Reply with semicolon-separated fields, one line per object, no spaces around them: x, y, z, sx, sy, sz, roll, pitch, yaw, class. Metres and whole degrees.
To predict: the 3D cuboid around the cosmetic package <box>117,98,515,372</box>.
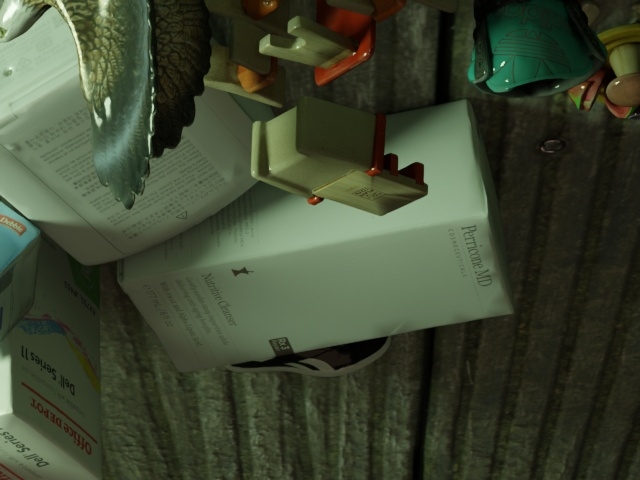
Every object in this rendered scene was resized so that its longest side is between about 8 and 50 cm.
0.000;0.000;1.959;0.385;0.156;0.217;-10;147;11;cosmetic package

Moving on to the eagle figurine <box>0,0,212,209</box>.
-0.183;-0.199;1.489;0.298;0.226;0.225;49;149;-7;eagle figurine

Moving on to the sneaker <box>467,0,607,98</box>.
0.172;-0.220;1.592;0.124;0.178;0.295;-12;148;11;sneaker

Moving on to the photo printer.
-0.190;-0.106;1.761;0.256;0.107;0.307;-30;144;10;photo printer

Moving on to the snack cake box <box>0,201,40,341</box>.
-0.405;-0.016;1.804;0.264;0.089;0.152;34;150;9;snack cake box

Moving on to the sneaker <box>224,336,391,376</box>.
-0.027;0.107;2.208;0.217;0.079;0.121;-6;151;5;sneaker

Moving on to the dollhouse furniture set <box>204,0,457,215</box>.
0.020;-0.164;1.577;0.135;0.259;0.262;16;156;-32;dollhouse furniture set

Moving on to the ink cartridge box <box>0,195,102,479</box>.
-0.325;0.140;1.952;0.119;0.353;0.207;-15;148;16;ink cartridge box

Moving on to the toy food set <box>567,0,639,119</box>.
0.317;-0.150;1.834;0.218;0.071;0.128;14;144;-29;toy food set
